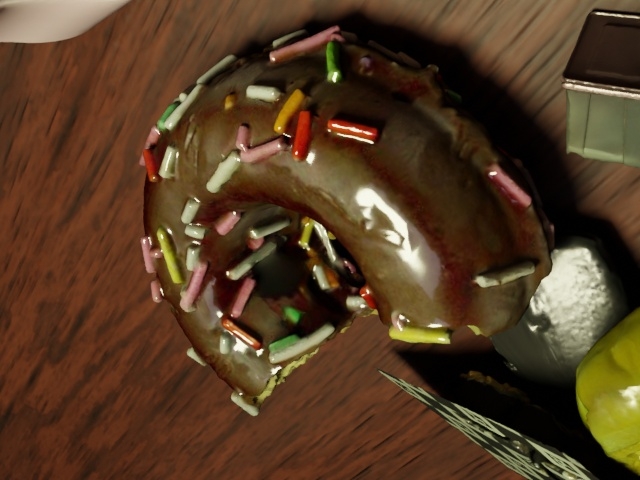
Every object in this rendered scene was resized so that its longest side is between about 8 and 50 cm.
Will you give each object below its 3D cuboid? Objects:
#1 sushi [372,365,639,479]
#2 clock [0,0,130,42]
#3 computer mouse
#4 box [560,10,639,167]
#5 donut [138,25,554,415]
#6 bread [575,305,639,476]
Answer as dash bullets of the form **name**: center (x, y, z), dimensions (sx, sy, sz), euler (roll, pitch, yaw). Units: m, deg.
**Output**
- **sushi**: center (0.179, 0.160, 0.728), dimensions (0.192, 0.043, 0.279), euler (38, 170, -18)
- **clock**: center (-0.215, -0.250, 0.530), dimensions (0.080, 0.275, 0.290), euler (-15, 114, 42)
- **computer mouse**: center (0.200, 0.082, 0.705), dimensions (0.122, 0.073, 0.217), euler (-19, 113, 40)
- **box**: center (0.184, -0.093, 0.562), dimensions (0.060, 0.084, 0.063), euler (13, 137, 20)
- **donut**: center (-0.016, -0.017, 0.687), dimensions (0.345, 0.136, 0.259), euler (-24, 104, 45)
- **bread**: center (0.324, 0.029, 0.539), dimensions (0.166, 0.112, 0.383), euler (29, 130, -21)
